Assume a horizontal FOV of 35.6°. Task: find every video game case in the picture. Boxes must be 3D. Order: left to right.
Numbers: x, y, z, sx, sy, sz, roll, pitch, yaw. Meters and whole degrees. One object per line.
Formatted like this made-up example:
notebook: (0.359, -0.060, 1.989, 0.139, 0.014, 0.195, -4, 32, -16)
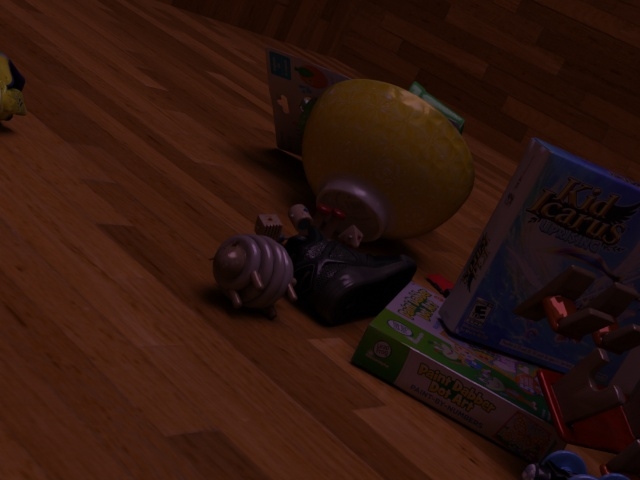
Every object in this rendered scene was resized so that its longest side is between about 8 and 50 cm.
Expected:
video game case: (0.317, 0.038, 1.201, 0.270, 0.244, 0.061, 20, 16, -19)

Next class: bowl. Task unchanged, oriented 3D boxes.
bowl: (0.079, -0.090, 1.551, 0.289, 0.289, 0.156, 28, 58, 8)

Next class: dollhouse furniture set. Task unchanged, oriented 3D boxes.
dollhouse furniture set: (0.324, 0.193, 1.060, 0.259, 0.135, 0.262, 19, 45, -36)

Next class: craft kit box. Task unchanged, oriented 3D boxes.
craft kit box: (0.181, 0.149, 1.184, 0.247, 0.061, 0.250, 26, 15, 10)

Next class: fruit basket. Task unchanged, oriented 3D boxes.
fruit basket: (0.065, -0.174, 1.751, 0.353, 0.165, 0.327, 18, -24, 9)

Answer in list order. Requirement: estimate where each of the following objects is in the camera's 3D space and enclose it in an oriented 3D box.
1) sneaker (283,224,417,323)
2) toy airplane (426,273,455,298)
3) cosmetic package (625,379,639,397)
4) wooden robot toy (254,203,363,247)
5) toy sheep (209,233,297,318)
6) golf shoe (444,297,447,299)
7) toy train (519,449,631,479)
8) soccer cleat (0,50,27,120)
sneaker: (0.033, 0.033, 1.264, 0.130, 0.087, 0.227, 40, 25, 24)
toy airplane: (0.233, 0.086, 1.512, 0.151, 0.028, 0.151, 24, 17, -8)
cosmetic package: (0.463, 0.135, 1.484, 0.184, 0.151, 0.151, 12, 21, -38)
wooden robot toy: (0.000, 0.000, 1.364, 0.173, 0.076, 0.079, 15, 30, -34)
toy sheep: (-0.070, 0.037, 1.105, 0.091, 0.091, 0.132, 38, 6, 37)
golf shoe: (0.233, 0.093, 1.400, 0.094, 0.077, 0.198, 31, 16, 25)
toy train: (0.240, 0.253, 0.838, 0.184, 0.105, 0.080, 24, 7, -8)
soccer cleat: (-0.425, -0.186, 1.257, 0.121, 0.093, 0.289, 27, 15, -21)
